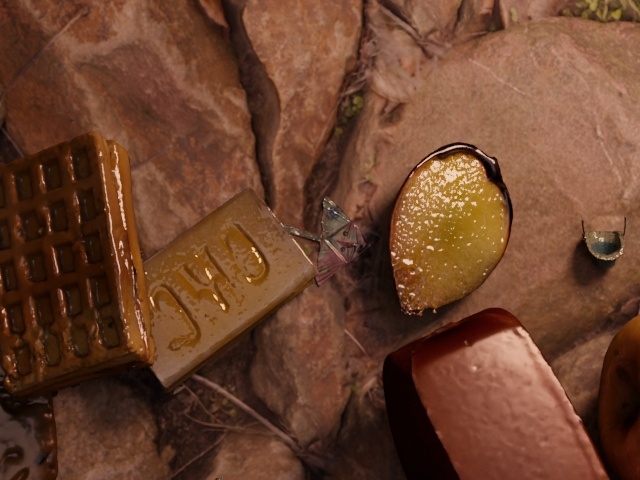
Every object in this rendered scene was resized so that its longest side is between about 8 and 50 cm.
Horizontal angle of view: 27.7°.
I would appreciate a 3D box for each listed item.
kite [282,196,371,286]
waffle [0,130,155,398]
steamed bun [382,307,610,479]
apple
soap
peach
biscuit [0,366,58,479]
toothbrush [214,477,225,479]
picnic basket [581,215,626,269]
[{"bbox_3d":[0.000,0.000,1.923,0.153,0.005,0.137,5,78,-6],"label":"kite"},{"bbox_3d":[-0.346,0.036,1.767,0.224,0.098,0.327,-17,72,21],"label":"waffle"},{"bbox_3d":[0.240,0.299,1.774,0.235,0.248,0.379,-21,67,-15],"label":"steamed bun"},{"bbox_3d":[0.534,0.234,1.803,0.275,0.299,0.299,13,78,-6],"label":"apple"},{"bbox_3d":[-0.158,0.070,1.846,0.274,0.089,0.173,-38,83,-13],"label":"soap"},{"bbox_3d":[0.179,-0.009,1.918,0.189,0.068,0.279,33,75,-8],"label":"peach"},{"bbox_3d":[-0.533,0.272,1.781,0.359,0.046,0.359,2,79,-8],"label":"biscuit"},{"bbox_3d":[-0.071,0.369,1.837,0.167,0.014,0.011,21,86,-3],"label":"toothbrush"},{"bbox_3d":[0.423,0.001,1.943,0.065,0.083,0.083,0,123,6],"label":"picnic basket"}]
